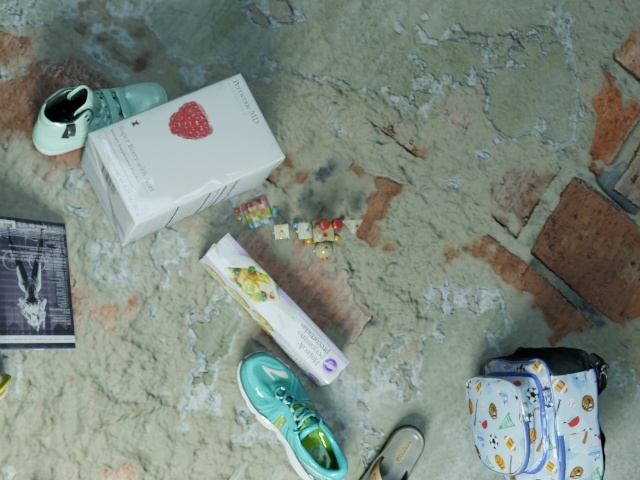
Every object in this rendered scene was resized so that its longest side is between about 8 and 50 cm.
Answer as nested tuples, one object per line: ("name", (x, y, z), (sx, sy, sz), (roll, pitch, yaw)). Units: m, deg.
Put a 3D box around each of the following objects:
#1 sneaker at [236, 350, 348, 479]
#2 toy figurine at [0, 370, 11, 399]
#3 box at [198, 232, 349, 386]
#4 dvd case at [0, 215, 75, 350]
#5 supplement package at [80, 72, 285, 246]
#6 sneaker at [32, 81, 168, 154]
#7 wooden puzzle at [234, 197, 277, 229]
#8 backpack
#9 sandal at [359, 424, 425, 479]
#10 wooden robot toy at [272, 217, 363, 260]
("sneaker", (-0.039, 0.306, 1.706), (0.107, 0.110, 0.275), (-38, 90, -22))
("toy figurine", (-0.578, 0.249, 1.484), (0.148, 0.209, 0.213), (43, 69, -11))
("box", (-0.085, 0.127, 1.757), (0.324, 0.067, 0.063), (47, 69, -4))
("dvd case", (-0.483, 0.072, 1.613), (0.164, 0.018, 0.221), (8, 71, -54))
("supplement package", (-0.244, -0.141, 1.706), (0.293, 0.175, 0.177), (-27, 86, -23))
("sneaker", (-0.372, -0.229, 1.697), (0.256, 0.151, 0.094), (-25, 85, -23))
("wooden puzzle", (-0.118, -0.050, 1.819), (0.083, 0.006, 0.049), (-20, 84, -22))
("backpack", (0.400, 0.337, 1.778), (0.213, 0.276, 0.263), (-15, 89, -16))
("sandal", (0.127, 0.434, 1.757), (0.090, 0.060, 0.219), (36, 75, -7))
("wooden robot toy", (0.000, 0.000, 1.817), (0.173, 0.076, 0.079), (-4, 90, -19))
